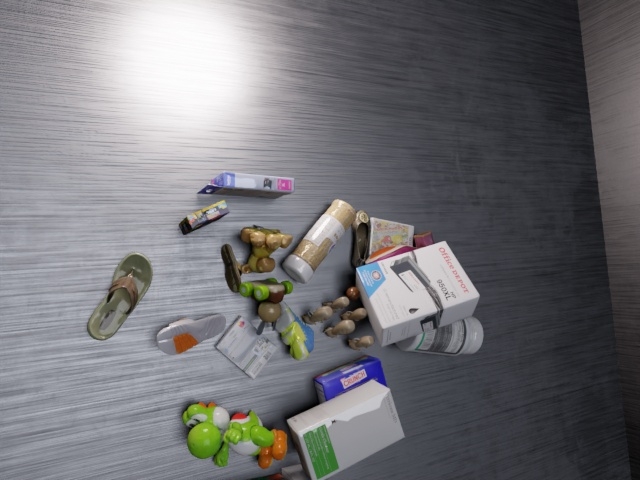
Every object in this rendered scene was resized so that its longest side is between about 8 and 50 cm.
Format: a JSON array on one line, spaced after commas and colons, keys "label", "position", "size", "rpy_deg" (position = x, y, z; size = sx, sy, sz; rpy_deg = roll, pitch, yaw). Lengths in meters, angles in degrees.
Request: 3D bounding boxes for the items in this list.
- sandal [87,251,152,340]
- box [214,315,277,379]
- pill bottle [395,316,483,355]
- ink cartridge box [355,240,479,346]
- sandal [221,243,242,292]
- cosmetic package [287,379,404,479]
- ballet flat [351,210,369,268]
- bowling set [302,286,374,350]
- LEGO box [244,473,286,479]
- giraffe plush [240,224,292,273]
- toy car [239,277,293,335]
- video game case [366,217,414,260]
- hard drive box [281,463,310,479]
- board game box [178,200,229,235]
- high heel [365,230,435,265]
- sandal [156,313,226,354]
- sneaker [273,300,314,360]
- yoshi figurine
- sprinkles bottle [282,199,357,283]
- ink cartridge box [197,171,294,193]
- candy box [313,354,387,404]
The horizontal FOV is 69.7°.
[{"label": "sandal", "position": [-0.636, 0.183, 1.483], "size": [0.120, 0.086, 0.303], "rpy_deg": [29, 73, -21]}, {"label": "box", "position": [-0.269, 0.389, 1.675], "size": [0.186, 0.038, 0.145], "rpy_deg": [45, 67, -17]}, {"label": "pill bottle", "position": [0.504, 0.388, 1.970], "size": [0.360, 0.204, 0.205], "rpy_deg": [13, 79, -25]}, {"label": "ink cartridge box", "position": [0.368, 0.202, 1.801], "size": [0.394, 0.166, 0.286], "rpy_deg": [-17, 54, -9]}, {"label": "sandal", "position": [-0.314, 0.099, 1.673], "size": [0.049, 0.072, 0.180], "rpy_deg": [-11, 85, -48]}, {"label": "cosmetic package", "position": [0.089, 0.669, 1.637], "size": [0.365, 0.155, 0.197], "rpy_deg": [-20, 92, -18]}, {"label": "ballet flat", "position": [0.173, -0.005, 1.924], "size": [0.084, 0.058, 0.250], "rpy_deg": [12, 80, -26]}, {"label": "bowling set", "position": [0.094, 0.296, 1.829], "size": [0.287, 0.154, 0.200], "rpy_deg": [39, 51, -17]}, {"label": "LEGO box", "position": [-0.275, 1.092, 1.515], "size": [0.372, 0.193, 0.501], "rpy_deg": [3, 83, -26]}, {"label": "giraffe plush", "position": [-0.214, 0.045, 1.672], "size": [0.181, 0.210, 0.171], "rpy_deg": [8, 99, -22]}, {"label": "toy car", "position": [-0.196, 0.242, 1.663], "size": [0.155, 0.148, 0.189], "rpy_deg": [-5, 98, -51]}, {"label": "video game case", "position": [0.307, 0.020, 2.008], "size": [0.226, 0.026, 0.207], "rpy_deg": [10, 80, -25]}, {"label": "hard drive box", "position": [-0.065, 0.954, 1.642], "size": [0.089, 0.181, 0.233], "rpy_deg": [0, 86, -27]}, {"label": "board game box", "position": [-0.402, -0.075, 1.580], "size": [0.141, 0.170, 0.048], "rpy_deg": [-26, 95, -26]}, {"label": "high heel", "position": [0.361, 0.097, 1.948], "size": [0.376, 0.127, 0.182], "rpy_deg": [-20, 98, -24]}, {"label": "sandal", "position": [-0.449, 0.314, 1.580], "size": [0.265, 0.076, 0.102], "rpy_deg": [-10, 105, -47]}, {"label": "sneaker", "position": [-0.098, 0.335, 1.755], "size": [0.126, 0.091, 0.240], "rpy_deg": [-7, 72, -59]}, {"label": "yoshi figurine", "position": [-0.303, 0.683, 1.547], "size": [0.362, 0.203, 0.204], "rpy_deg": [29, 79, -18]}, {"label": "sprinkles bottle", "position": [0.000, 0.000, 1.802], "size": [0.121, 0.121, 0.355], "rpy_deg": [45, 68, -16]}, {"label": "ink cartridge box", "position": [-0.269, -0.196, 1.650], "size": [0.310, 0.185, 0.065], "rpy_deg": [-1, 88, -26]}, {"label": "candy box", "position": [0.140, 0.652, 1.807], "size": [0.268, 0.122, 0.318], "rpy_deg": [-14, 92, -24]}]
